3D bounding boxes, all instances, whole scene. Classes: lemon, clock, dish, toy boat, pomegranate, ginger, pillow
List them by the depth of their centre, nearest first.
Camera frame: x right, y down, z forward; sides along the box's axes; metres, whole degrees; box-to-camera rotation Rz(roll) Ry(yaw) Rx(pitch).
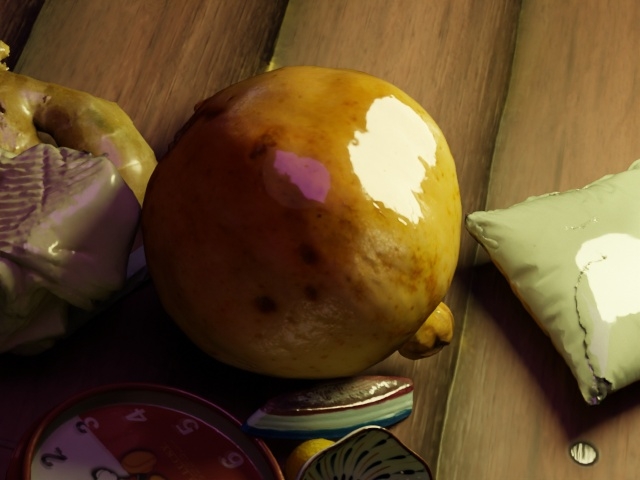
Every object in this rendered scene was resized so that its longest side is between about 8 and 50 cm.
[{"bbox_3d":[-0.182,0.285,1.858,0.318,0.080,0.318,13,42,-12],"label":"clock"},{"bbox_3d":[0.030,0.289,1.871,0.190,0.191,0.066,-25,19,-27],"label":"dish"},{"bbox_3d":[-0.001,0.253,1.927,0.092,0.065,0.065,-17,45,20],"label":"lemon"},{"bbox_3d":[0.011,0.187,1.970,0.228,0.046,0.080,-5,52,-36],"label":"toy boat"},{"bbox_3d":[0.000,0.000,1.983,0.410,0.410,0.410,4,48,-5],"label":"pomegranate"},{"bbox_3d":[0.374,0.040,2.140,0.310,0.119,0.312,-16,53,-26],"label":"pillow"},{"bbox_3d":[-0.402,-0.161,2.211,0.363,0.122,0.348,-11,59,-4],"label":"ginger"}]

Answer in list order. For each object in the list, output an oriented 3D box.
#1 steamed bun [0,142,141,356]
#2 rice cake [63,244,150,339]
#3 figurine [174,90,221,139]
[{"bbox_3d":[-0.362,0.020,1.985,0.320,0.206,0.275,5,44,27],"label":"steamed bun"},{"bbox_3d":[-0.252,0.059,2.091,0.042,0.030,0.180,27,49,34],"label":"rice cake"},{"bbox_3d":[-0.101,-0.145,2.233,0.143,0.143,0.271,15,50,5],"label":"figurine"}]
